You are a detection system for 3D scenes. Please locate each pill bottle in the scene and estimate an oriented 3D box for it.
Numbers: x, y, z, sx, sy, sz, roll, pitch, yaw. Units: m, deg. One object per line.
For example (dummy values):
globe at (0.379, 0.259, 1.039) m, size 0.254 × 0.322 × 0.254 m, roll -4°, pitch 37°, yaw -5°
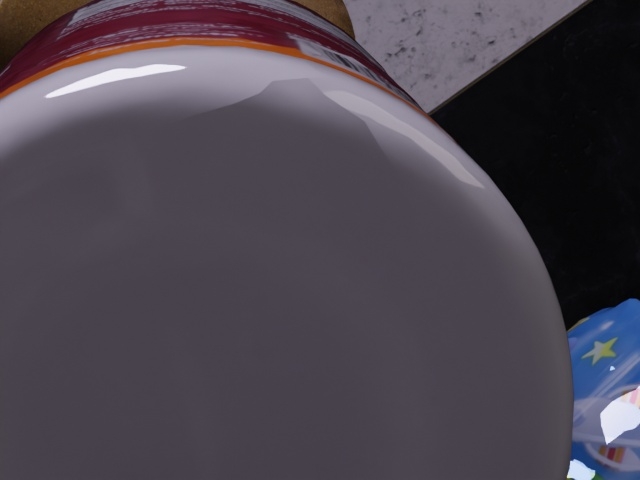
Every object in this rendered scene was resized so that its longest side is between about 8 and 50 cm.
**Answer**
pill bottle at (-0.052, 0.009, 0.580) m, size 0.224 × 0.224 × 0.392 m, roll 44°, pitch 6°, yaw -14°

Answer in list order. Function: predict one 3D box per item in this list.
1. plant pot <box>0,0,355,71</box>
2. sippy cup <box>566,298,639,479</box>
plant pot at (-0.144, -0.127, 0.971) m, size 0.254 × 0.237 × 0.237 m, roll 19°, pitch 24°, yaw -45°
sippy cup at (0.122, 0.157, 0.615) m, size 0.305 × 0.224 × 0.240 m, roll 40°, pitch -3°, yaw 7°
